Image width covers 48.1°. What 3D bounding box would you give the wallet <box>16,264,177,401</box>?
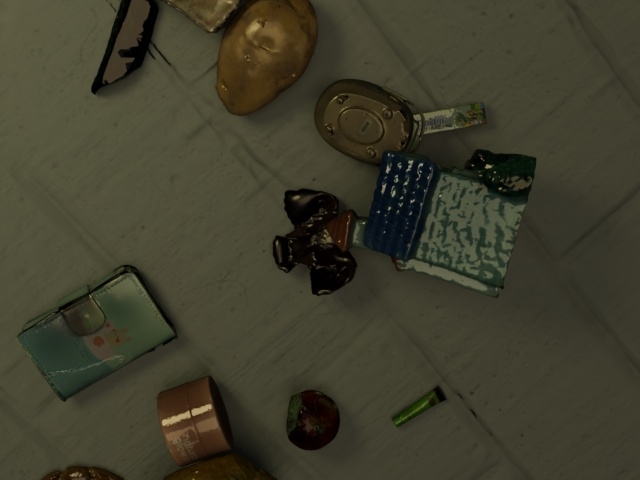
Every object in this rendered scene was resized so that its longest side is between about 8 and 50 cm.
[{"bbox_3d":[-0.419,0.172,1.351,0.250,0.075,0.176,-29,107,-3],"label":"wallet"}]

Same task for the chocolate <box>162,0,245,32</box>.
[{"bbox_3d":[-0.247,-0.497,1.224,0.303,0.100,0.185,34,98,-4],"label":"chocolate"}]

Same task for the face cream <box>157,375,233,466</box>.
[{"bbox_3d":[-0.239,0.345,1.374,0.104,0.149,0.149,-19,103,-4],"label":"face cream"}]

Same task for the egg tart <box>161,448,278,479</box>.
[{"bbox_3d":[-0.214,0.482,1.358,0.318,0.319,0.128,-16,75,-5],"label":"egg tart"}]

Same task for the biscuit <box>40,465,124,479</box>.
[{"bbox_3d":[-0.477,0.554,1.437,0.225,0.042,0.226,-1,101,-7],"label":"biscuit"}]

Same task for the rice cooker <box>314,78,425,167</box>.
[{"bbox_3d":[0.086,-0.214,1.316,0.206,0.127,0.145,26,109,6],"label":"rice cooker"}]

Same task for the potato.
[{"bbox_3d":[-0.103,-0.338,1.268,0.234,0.128,0.161,-37,98,6],"label":"potato"}]

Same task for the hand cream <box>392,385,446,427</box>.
[{"bbox_3d":[0.206,0.352,1.508,0.121,0.023,0.036,-32,101,-5],"label":"hand cream"}]

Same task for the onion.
[{"bbox_3d":[-0.013,0.360,1.431,0.118,0.118,0.117,18,94,-12],"label":"onion"}]

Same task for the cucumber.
[{"bbox_3d":[-0.341,-0.353,1.274,0.070,0.046,0.220,19,98,-20],"label":"cucumber"}]

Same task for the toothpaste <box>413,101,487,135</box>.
[{"bbox_3d":[0.240,-0.232,1.388,0.164,0.034,0.046,-11,99,-6],"label":"toothpaste"}]

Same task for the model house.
[{"bbox_3d":[0.186,-0.060,1.298,0.329,0.295,0.252,9,102,7],"label":"model house"}]

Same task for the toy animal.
[{"bbox_3d":[0.008,-0.002,1.384,0.179,0.116,0.219,-11,74,-33],"label":"toy animal"}]
